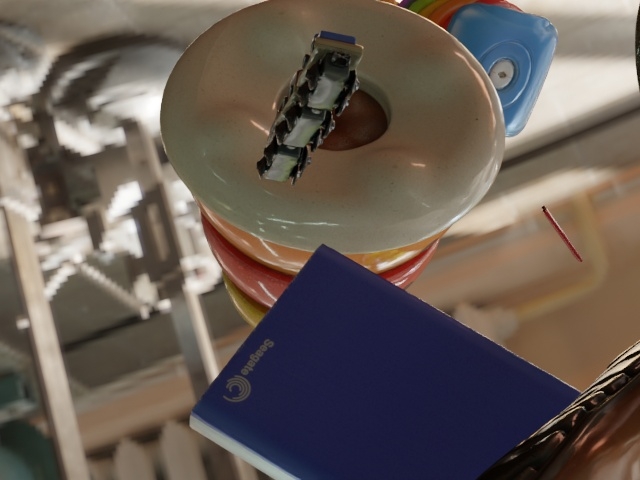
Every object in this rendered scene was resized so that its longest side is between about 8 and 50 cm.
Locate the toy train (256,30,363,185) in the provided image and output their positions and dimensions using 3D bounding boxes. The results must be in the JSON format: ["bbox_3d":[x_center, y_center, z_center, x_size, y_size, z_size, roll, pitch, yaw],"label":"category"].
[{"bbox_3d":[-0.006,-0.069,0.844,0.027,0.036,0.158,12,161,-10],"label":"toy train"}]

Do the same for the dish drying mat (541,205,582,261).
[{"bbox_3d":[0.314,-0.008,2.147,0.008,0.083,0.032,-35,-169,6],"label":"dish drying mat"}]

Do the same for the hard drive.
[{"bbox_3d":[0.079,0.157,1.402,0.210,0.319,0.040,-52,164,-31],"label":"hard drive"}]

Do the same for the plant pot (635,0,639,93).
[{"bbox_3d":[0.408,-0.186,1.571,0.165,0.167,0.167,4,169,33],"label":"plant pot"}]

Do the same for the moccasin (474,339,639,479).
[{"bbox_3d":[0.171,0.175,0.986,0.139,0.147,0.380,-43,171,36],"label":"moccasin"}]

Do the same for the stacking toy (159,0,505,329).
[{"bbox_3d":[0.000,0.000,1.814,0.351,0.350,0.480,-11,142,-14],"label":"stacking toy"}]

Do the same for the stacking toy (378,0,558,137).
[{"bbox_3d":[0.151,-0.263,2.138,0.175,0.302,0.165,7,109,-35],"label":"stacking toy"}]
